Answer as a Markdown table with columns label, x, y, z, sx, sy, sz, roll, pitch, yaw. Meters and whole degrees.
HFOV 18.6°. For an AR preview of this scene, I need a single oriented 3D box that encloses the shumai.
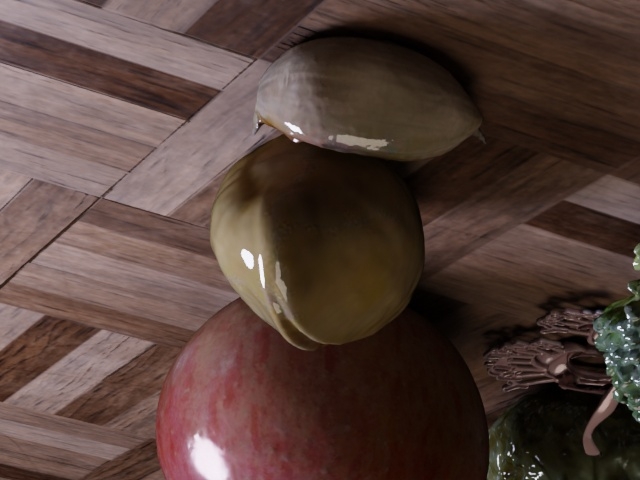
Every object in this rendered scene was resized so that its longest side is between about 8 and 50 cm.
| label | x | y | z | sx | sy | sz | roll | pitch | yaw |
| --- | --- | --- | --- | --- | --- | --- | --- | --- | --- |
| shumai | 0.275 | 0.296 | 2.155 | 0.189 | 0.218 | 0.256 | 28 | 135 | -17 |

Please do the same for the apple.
| label | x | y | z | sx | sy | sz | roll | pitch | yaw |
| --- | --- | --- | --- | --- | --- | --- | --- | --- | --- |
| apple | 0.006 | 0.182 | 1.975 | 0.345 | 0.269 | 0.345 | 10 | 173 | 1 |

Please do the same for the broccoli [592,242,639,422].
| label | x | y | z | sx | sy | sz | roll | pitch | yaw |
| --- | --- | --- | --- | --- | --- | --- | --- | --- | --- |
| broccoli | 0.393 | 0.093 | 1.720 | 0.288 | 0.245 | 0.248 | 35 | 158 | 9 |

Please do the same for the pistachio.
| label | x | y | z | sx | sy | sz | roll | pitch | yaw |
| --- | --- | --- | --- | --- | --- | --- | --- | --- | --- |
| pistachio | 0.000 | 0.000 | 1.622 | 0.162 | 0.181 | 0.293 | -6 | 171 | 13 |

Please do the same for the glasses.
| label | x | y | z | sx | sy | sz | roll | pitch | yaw |
| --- | --- | --- | --- | --- | --- | --- | --- | --- | --- |
| glasses | 0.262 | 0.137 | 2.004 | 0.162 | 0.095 | 0.255 | 21 | 152 | -14 |

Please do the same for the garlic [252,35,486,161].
| label | x | y | z | sx | sy | sz | roll | pitch | yaw |
| --- | --- | --- | --- | --- | --- | --- | --- | --- | --- |
| garlic | 0.052 | -0.103 | 1.523 | 0.198 | 0.090 | 0.128 | 4 | 173 | -11 |
